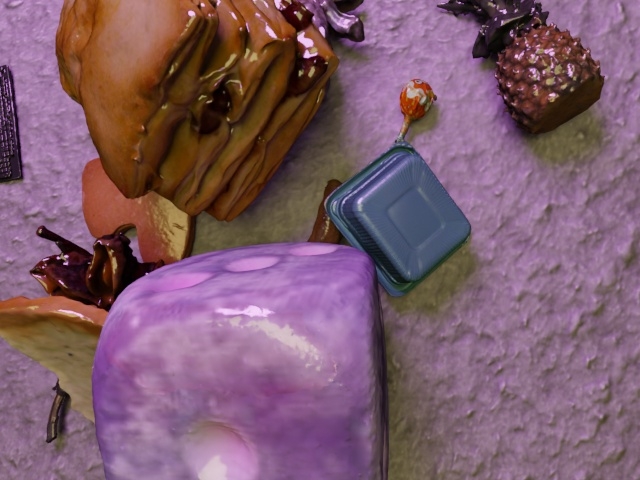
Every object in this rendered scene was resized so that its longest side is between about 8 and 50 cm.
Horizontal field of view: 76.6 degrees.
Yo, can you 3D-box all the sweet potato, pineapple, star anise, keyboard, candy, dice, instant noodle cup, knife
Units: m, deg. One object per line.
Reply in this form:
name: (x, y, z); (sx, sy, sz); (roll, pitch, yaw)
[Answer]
sweet potato: (0.000, 0.001, 0.595); (0.053, 0.053, 0.182); (24, 97, -31)
pineapple: (0.263, -0.269, 0.540); (0.125, 0.125, 0.252); (-28, 76, 7)
star anise: (-0.036, -0.324, 0.575); (0.198, 0.110, 0.258); (4, 84, 8)
keyboard: (-0.554, -0.198, 0.695); (0.074, 0.015, 0.197); (-8, 88, 8)
candy: (0.113, -0.140, 0.585); (0.055, 0.049, 0.185); (15, 100, -36)
star anise: (-0.295, 0.083, 0.600); (0.189, 0.126, 0.221); (10, 114, 8)
dice: (-0.060, 0.155, 0.472); (0.269, 0.271, 0.271); (-3, 101, 10)
instant noodle cup: (0.114, -0.029, 0.544); (0.157, 0.070, 0.179); (-39, 96, -5)
knife: (-0.414, 0.221, 0.667); (0.045, 0.021, 0.223); (8, 87, 7)

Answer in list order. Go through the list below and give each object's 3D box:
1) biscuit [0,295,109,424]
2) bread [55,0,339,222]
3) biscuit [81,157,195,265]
biscuit: (-0.285, 0.182, 0.560); (0.204, 0.040, 0.309); (-9, 125, 11)
bread: (-0.199, -0.221, 0.508); (0.370, 0.191, 0.314); (46, 121, 13)
biscuit: (-0.294, -0.040, 0.646); (0.191, 0.036, 0.187); (2, 91, 9)
